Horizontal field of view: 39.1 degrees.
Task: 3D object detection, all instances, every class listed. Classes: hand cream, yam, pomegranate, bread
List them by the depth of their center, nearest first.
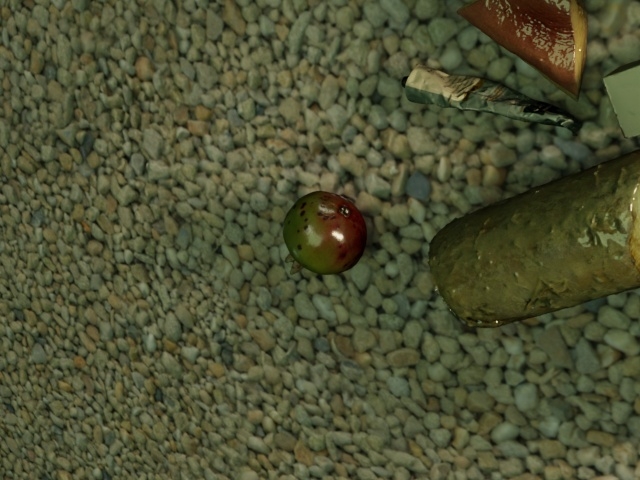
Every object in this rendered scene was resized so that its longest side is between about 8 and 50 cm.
[{"bbox_3d":[0.270,-0.269,1.105,0.192,0.067,0.119,42,132,14],"label":"bread"},{"bbox_3d":[0.300,0.004,1.131,0.304,0.168,0.168,-21,95,37],"label":"yam"},{"bbox_3d":[0.215,-0.178,1.176,0.248,0.075,0.052,23,123,27],"label":"hand cream"},{"bbox_3d":[0.006,0.004,1.347,0.129,0.129,0.159,27,139,22],"label":"pomegranate"}]

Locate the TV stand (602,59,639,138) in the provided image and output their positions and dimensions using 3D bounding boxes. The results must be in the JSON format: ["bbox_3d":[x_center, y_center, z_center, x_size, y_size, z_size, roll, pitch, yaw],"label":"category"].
[{"bbox_3d":[0.464,-0.198,0.997,0.270,0.088,0.082,-19,97,37],"label":"TV stand"}]
